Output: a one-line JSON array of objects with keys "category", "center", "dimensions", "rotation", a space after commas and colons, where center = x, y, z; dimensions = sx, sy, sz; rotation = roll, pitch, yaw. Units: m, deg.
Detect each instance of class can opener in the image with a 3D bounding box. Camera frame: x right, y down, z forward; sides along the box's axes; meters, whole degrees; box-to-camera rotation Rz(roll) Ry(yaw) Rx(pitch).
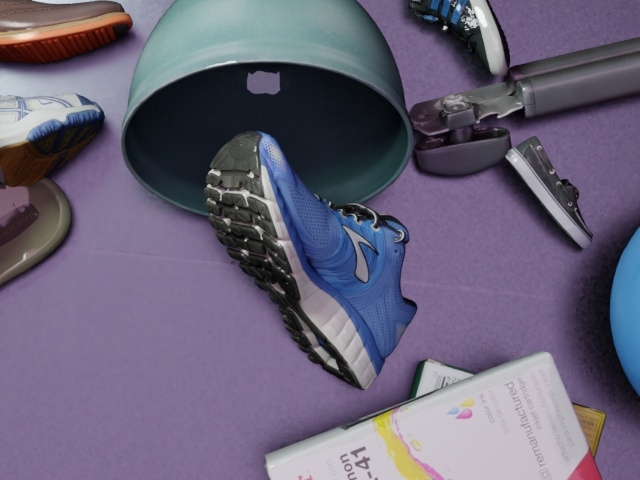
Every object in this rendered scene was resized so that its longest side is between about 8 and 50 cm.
[{"category": "can opener", "center": [0.235, -0.142, 1.978], "dimensions": [0.284, 0.076, 0.095], "rotation": [-13, 119, -4]}]

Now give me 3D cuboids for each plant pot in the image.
[{"category": "plant pot", "center": [-0.056, -0.175, 1.870], "dimensions": [0.293, 0.293, 0.196], "rotation": [-1, 60, -3]}]

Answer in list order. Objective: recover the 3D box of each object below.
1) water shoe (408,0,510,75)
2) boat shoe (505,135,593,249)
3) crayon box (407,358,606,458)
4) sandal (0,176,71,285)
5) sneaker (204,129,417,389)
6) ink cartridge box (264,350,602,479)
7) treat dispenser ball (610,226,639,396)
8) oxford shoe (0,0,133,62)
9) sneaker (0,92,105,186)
[{"category": "water shoe", "center": [0.138, -0.257, 1.975], "dimensions": [0.080, 0.073, 0.203], "rotation": [-26, 76, 10]}, {"category": "boat shoe", "center": [0.254, -0.050, 1.955], "dimensions": [0.040, 0.049, 0.142], "rotation": [-40, 108, 3]}, {"category": "crayon box", "center": [0.159, 0.304, 1.924], "dimensions": [0.202, 0.081, 0.318], "rotation": [17, 85, -1]}, {"category": "sandal", "center": [-0.397, 0.033, 1.913], "dimensions": [0.303, 0.086, 0.120], "rotation": [-41, 89, -5]}, {"category": "sneaker", "center": [0.000, 0.000, 1.875], "dimensions": [0.147, 0.130, 0.330], "rotation": [-47, 131, -18]}, {"category": "ink cartridge box", "center": [0.123, 0.266, 1.821], "dimensions": [0.306, 0.131, 0.226], "rotation": [-22, 87, -5]}, {"category": "treat dispenser ball", "center": [0.440, 0.073, 1.851], "dimensions": [0.288, 0.288, 0.288], "rotation": [0, 86, -3]}, {"category": "oxford shoe", "center": [-0.337, -0.240, 1.935], "dimensions": [0.271, 0.097, 0.098], "rotation": [-6, 80, -3]}, {"category": "sneaker", "center": [-0.346, -0.123, 1.854], "dimensions": [0.131, 0.296, 0.112], "rotation": [51, 126, 14]}]
